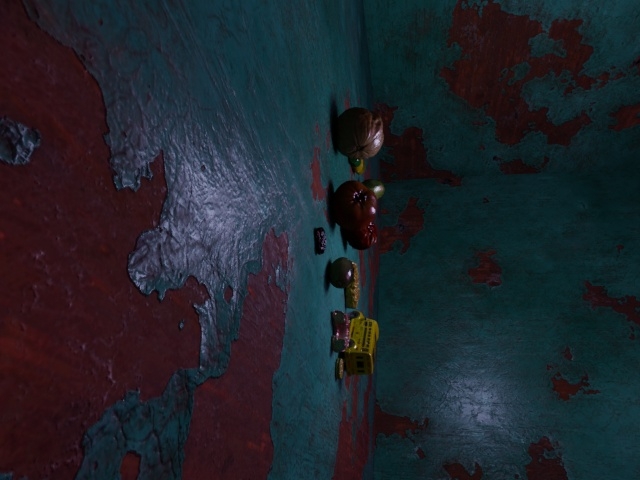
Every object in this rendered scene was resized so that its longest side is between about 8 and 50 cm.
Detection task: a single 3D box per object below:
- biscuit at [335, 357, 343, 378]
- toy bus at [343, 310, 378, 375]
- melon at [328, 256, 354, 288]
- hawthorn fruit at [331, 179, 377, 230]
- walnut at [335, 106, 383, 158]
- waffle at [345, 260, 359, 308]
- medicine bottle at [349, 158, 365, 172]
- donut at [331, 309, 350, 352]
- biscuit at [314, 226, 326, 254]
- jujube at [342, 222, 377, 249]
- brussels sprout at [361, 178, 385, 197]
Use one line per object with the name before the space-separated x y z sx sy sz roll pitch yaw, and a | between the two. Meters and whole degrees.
biscuit | 0.078 0.524 1.683 0.084 0.023 0.084 -1 90 -77
toy bus | 0.183 0.457 1.875 0.330 0.152 0.144 -65 150 -63
melon | 0.080 0.119 1.562 0.162 0.099 0.099 -70 156 -63
hawthorn fruit | 0.126 -0.124 1.673 0.225 0.196 0.197 117 -19 -60
walnut | 0.164 -0.459 1.756 0.228 0.227 0.228 -1 90 -78
waffle | 0.150 0.200 1.965 0.160 0.055 0.211 -61 149 -68
medicine bottle | 0.199 -0.418 2.223 0.260 0.064 0.095 -3 97 -78
donut | 0.082 0.355 1.622 0.117 0.065 0.166 22 69 -76
biscuit | 0.000 0.000 1.366 0.089 0.027 0.087 69 23 -59
jujube | 0.180 -0.052 1.923 0.230 0.155 0.155 56 34 -57
brussels sprout | 0.300 -0.303 2.512 0.183 0.145 0.131 -35 -103 56
